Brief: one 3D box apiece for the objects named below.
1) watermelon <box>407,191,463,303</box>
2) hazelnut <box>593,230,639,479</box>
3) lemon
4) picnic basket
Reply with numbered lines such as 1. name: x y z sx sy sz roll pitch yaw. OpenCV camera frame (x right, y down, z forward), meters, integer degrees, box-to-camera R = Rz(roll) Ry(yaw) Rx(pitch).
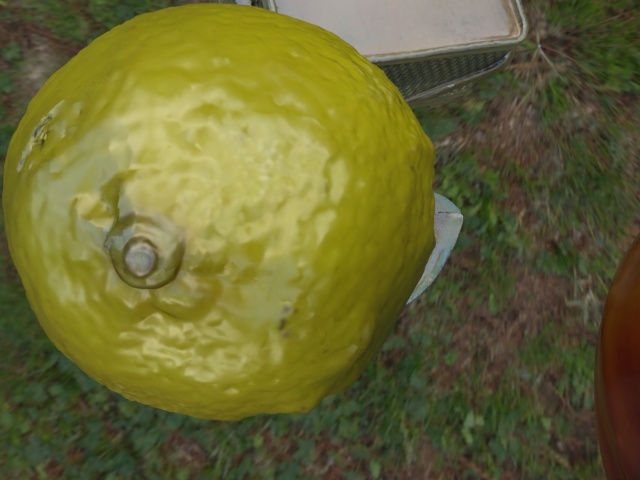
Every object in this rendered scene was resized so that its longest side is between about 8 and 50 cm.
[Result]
1. watermelon: -0.001 0.006 1.586 0.321 0.188 0.175 7 109 -5
2. hazelnut: 0.223 0.053 0.573 0.212 0.181 0.181 2 110 41
3. lemon: -0.059 -0.020 0.783 0.268 0.322 0.268 0 96 -3
4. picnic basket: 0.040 -0.209 1.145 0.266 0.139 0.165 -11 77 -22
